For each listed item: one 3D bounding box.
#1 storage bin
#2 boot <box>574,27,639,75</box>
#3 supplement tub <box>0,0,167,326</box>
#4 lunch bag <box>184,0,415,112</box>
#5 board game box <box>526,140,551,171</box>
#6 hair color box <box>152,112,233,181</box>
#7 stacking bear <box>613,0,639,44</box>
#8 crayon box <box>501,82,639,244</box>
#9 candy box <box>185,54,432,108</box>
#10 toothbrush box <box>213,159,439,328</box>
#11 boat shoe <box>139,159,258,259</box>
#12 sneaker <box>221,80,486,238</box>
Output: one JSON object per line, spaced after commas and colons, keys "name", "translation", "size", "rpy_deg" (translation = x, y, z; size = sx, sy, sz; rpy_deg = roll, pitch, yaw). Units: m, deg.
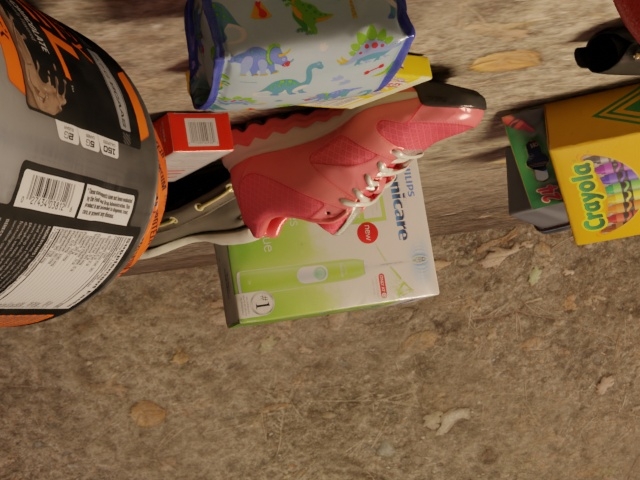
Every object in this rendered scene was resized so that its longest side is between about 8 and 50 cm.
{"name": "storage bin", "translation": [0.318, -0.084, 1.543], "size": [0.091, 0.135, 0.098], "rpy_deg": [11, 163, -40]}
{"name": "boot", "translation": [0.339, -0.176, 0.931], "size": [0.137, 0.076, 0.198], "rpy_deg": [-1, 170, -24]}
{"name": "supplement tub", "translation": [-0.225, -0.051, 0.604], "size": [0.207, 0.207, 0.338], "rpy_deg": [-10, 174, 12]}
{"name": "lunch bag", "translation": [-0.021, -0.131, 0.687], "size": [0.129, 0.096, 0.151], "rpy_deg": [-8, 165, -11]}
{"name": "board game box", "translation": [0.373, -0.135, 1.417], "size": [0.194, 0.060, 0.194], "rpy_deg": [-11, 174, 16]}
{"name": "hair color box", "translation": [-0.155, -0.095, 1.088], "size": [0.072, 0.043, 0.141], "rpy_deg": [-5, 172, -35]}
{"name": "stacking bear", "translation": [0.276, -0.161, 0.586], "size": [0.164, 0.175, 0.289], "rpy_deg": [15, -163, 28]}
{"name": "crayon box", "translation": [0.399, -0.097, 1.272], "size": [0.319, 0.081, 0.202], "rpy_deg": [-11, 142, 18]}
{"name": "candy box", "translation": [-0.006, -0.144, 0.914], "size": [0.105, 0.027, 0.206], "rpy_deg": [-17, 170, 42]}
{"name": "toothbrush box", "translation": [0.000, 0.000, 1.452], "size": [0.283, 0.206, 0.122], "rpy_deg": [-6, 173, -15]}
{"name": "boat shoe", "translation": [-0.181, -0.045, 1.313], "size": [0.305, 0.091, 0.109], "rpy_deg": [-7, -142, 35]}
{"name": "sneaker", "translation": [0.038, -0.078, 1.092], "size": [0.314, 0.136, 0.116], "rpy_deg": [-13, 174, 33]}
